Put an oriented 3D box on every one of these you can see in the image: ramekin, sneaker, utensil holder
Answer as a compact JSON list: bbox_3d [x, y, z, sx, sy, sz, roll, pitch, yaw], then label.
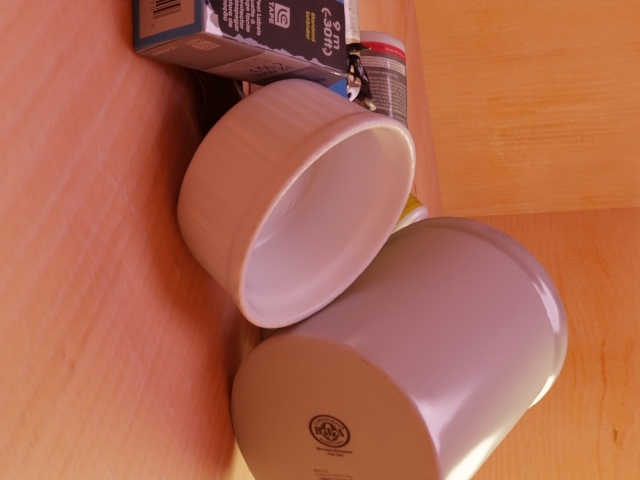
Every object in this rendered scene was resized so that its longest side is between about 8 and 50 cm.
[{"bbox_3d":[-0.031,-0.049,1.119,0.277,0.135,0.277,-36,148,-27],"label":"ramekin"},{"bbox_3d":[-0.117,-0.196,1.198,0.086,0.064,0.192,-77,159,-52],"label":"sneaker"},{"bbox_3d":[0.111,0.179,1.321,0.385,0.328,0.327,-32,121,-51],"label":"utensil holder"}]

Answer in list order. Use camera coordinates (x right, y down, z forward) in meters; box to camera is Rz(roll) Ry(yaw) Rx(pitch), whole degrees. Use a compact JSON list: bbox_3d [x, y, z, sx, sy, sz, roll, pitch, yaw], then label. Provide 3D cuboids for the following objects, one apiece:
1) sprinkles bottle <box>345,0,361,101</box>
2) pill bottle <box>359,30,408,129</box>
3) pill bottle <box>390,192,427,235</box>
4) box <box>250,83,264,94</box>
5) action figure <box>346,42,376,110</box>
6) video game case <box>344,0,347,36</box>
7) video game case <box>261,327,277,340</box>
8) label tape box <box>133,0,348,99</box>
[{"bbox_3d":[0.009,-0.385,1.690,0.121,0.121,0.355,-13,99,-78],"label":"sprinkles bottle"},{"bbox_3d":[0.077,-0.215,1.834,0.176,0.176,0.318,41,47,-73],"label":"pill bottle"},{"bbox_3d":[0.142,-0.057,1.987,0.208,0.119,0.119,46,1,17],"label":"pill bottle"},{"bbox_3d":[-0.069,-0.345,1.456,0.063,0.067,0.323,25,61,-76],"label":"box"},{"bbox_3d":[0.017,-0.214,1.559,0.141,0.164,0.275,-69,145,-55],"label":"action figure"},{"bbox_3d":[-0.022,-0.410,1.586,0.143,0.019,0.157,-4,92,-35],"label":"video game case"},{"bbox_3d":[0.008,0.216,1.531,0.269,0.061,0.244,-24,112,-61],"label":"video game case"},{"bbox_3d":[-0.049,-0.308,1.114,0.348,0.115,0.249,4,81,-49],"label":"label tape box"}]
